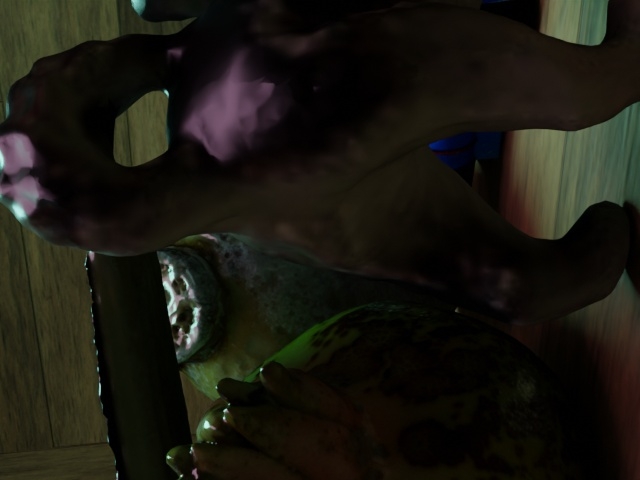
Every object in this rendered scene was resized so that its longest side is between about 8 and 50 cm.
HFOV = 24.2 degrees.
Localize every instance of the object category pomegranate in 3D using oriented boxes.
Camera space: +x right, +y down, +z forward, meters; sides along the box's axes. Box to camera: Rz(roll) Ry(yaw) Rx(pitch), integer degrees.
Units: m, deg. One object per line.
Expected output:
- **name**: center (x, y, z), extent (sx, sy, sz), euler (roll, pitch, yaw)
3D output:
- **pomegranate**: center (0.025, 0.145, 0.820), extent (0.276, 0.222, 0.203), euler (-21, -89, -61)

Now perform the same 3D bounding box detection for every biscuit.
- **biscuit**: center (-0.087, 0.145, 0.837), extent (0.099, 0.038, 0.322), euler (-66, -33, -80)

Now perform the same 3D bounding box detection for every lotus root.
- **lotus root**: center (0.008, 0.028, 1.054), extent (0.350, 0.175, 0.175), euler (-16, -75, -57)

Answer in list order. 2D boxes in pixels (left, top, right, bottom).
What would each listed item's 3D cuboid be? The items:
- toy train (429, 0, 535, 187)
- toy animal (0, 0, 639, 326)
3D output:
- **toy train**: center (0.076, -0.107, 0.956), extent (0.204, 0.083, 0.131), euler (91, 169, -44)
- **toy animal**: center (-0.008, -0.140, 0.715), extent (0.194, 0.303, 0.344), euler (102, 161, -59)
